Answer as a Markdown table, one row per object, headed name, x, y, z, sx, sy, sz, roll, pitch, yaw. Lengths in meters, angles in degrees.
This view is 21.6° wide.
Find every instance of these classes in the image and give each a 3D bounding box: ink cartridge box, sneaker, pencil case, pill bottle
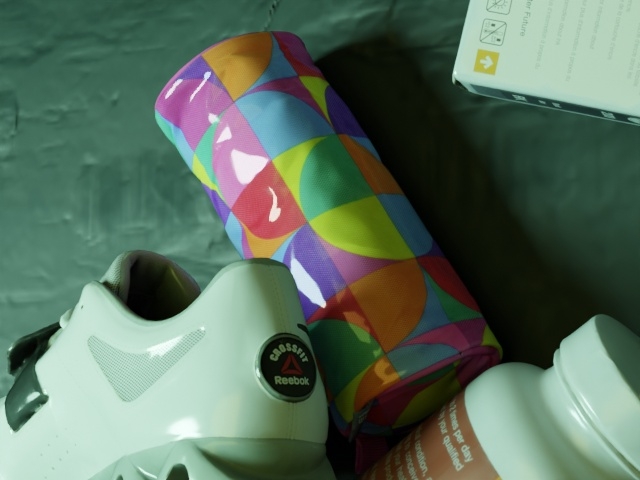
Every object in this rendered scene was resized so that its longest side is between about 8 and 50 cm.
| name | x | y | z | sx | sy | sz | roll | pitch | yaw |
| --- | --- | --- | --- | --- | --- | --- | --- | --- | --- |
| ink cartridge box | 0.188 | -0.157 | 0.837 | 0.208 | 0.045 | 0.206 | 14 | 92 | 20 |
| sneaker | -0.108 | 0.085 | 0.911 | 0.330 | 0.122 | 0.146 | -16 | 71 | 46 |
| pencil case | 0.000 | 0.000 | 0.900 | 0.104 | 0.104 | 0.236 | -37 | 67 | 20 |
| pill bottle | 0.085 | 0.138 | 0.822 | 0.216 | 0.121 | 0.121 | -43 | 67 | 18 |
